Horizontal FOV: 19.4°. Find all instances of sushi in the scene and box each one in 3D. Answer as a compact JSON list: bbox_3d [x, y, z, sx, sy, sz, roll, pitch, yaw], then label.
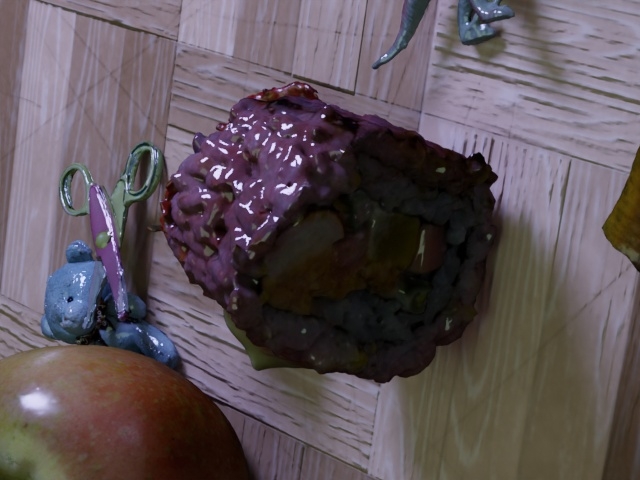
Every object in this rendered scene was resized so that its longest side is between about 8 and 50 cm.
[{"bbox_3d":[0.000,0.000,1.527,0.171,0.270,0.236,32,103,44],"label":"sushi"}]

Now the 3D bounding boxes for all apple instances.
[{"bbox_3d":[-0.214,0.248,1.774,0.319,0.277,0.319,9,106,35],"label":"apple"}]

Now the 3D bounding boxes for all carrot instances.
[{"bbox_3d":[0.266,-0.046,1.382,0.082,0.082,0.173,43,119,35],"label":"carrot"}]

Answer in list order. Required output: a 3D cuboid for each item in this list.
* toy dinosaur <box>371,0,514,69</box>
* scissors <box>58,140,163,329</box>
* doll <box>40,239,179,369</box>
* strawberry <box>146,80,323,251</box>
[{"bbox_3d":[0.113,-0.238,1.542,0.242,0.053,0.167,-35,68,42],"label":"toy dinosaur"},{"bbox_3d":[-0.212,-0.003,1.876,0.134,0.020,0.187,-14,66,33],"label":"scissors"},{"bbox_3d":[-0.223,0.089,1.900,0.180,0.075,0.120,42,120,34],"label":"doll"},{"bbox_3d":[-0.042,-0.035,1.714,0.208,0.087,0.167,-44,82,11],"label":"strawberry"}]
